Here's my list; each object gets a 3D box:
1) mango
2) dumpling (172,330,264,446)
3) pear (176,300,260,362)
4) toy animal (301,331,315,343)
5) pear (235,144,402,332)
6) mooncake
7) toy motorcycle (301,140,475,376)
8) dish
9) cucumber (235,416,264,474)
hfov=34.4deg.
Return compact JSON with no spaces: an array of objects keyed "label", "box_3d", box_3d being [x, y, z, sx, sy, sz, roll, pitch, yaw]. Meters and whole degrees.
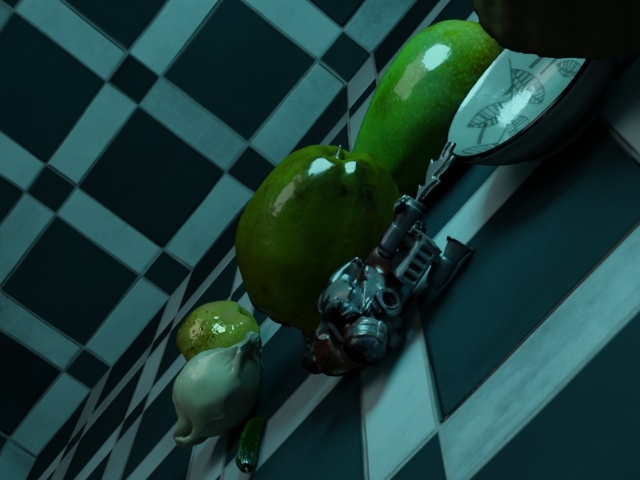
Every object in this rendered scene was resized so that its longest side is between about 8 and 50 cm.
[{"label":"mango","box_3d":[0.173,-0.205,1.769,0.382,0.201,0.225,-55,18,7]},{"label":"dumpling","box_3d":[-0.178,0.274,1.890,0.258,0.147,0.193,-57,-19,5]},{"label":"pear","box_3d":[-0.205,0.207,2.134,0.178,0.178,0.178,-49,13,15]},{"label":"toy animal","box_3d":[0.000,0.106,1.833,0.219,0.069,0.086,-72,3,-62]},{"label":"pear","box_3d":[0.000,0.000,1.670,0.269,0.269,0.321,-92,17,-71]},{"label":"mooncake","box_3d":[0.342,-0.370,1.283,0.324,0.187,0.324,-10,38,8]},{"label":"toy motorcycle","box_3d":[0.103,0.049,1.467,0.401,0.134,0.207,-53,12,8]},{"label":"dish","box_3d":[0.319,-0.203,1.453,0.316,0.106,0.316,-46,16,18]},{"label":"cucumber","box_3d":[-0.118,0.336,1.688,0.039,0.039,0.168,-48,11,21]}]
